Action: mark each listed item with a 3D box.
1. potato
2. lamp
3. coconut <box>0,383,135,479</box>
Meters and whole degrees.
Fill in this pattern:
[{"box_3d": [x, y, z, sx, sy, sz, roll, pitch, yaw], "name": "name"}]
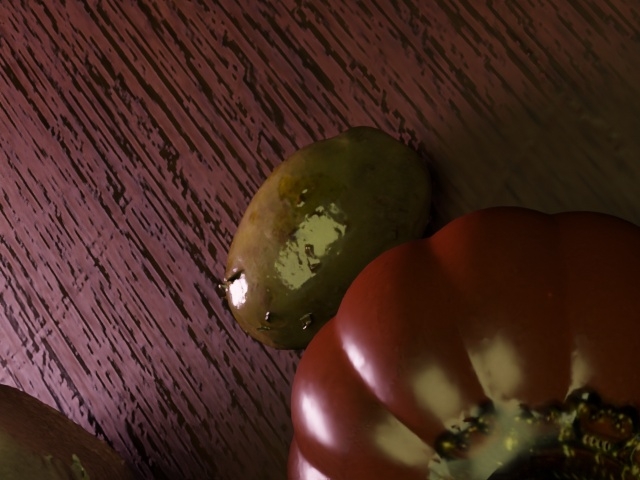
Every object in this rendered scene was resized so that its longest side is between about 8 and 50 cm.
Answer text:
[{"box_3d": [0.000, 0.000, 0.794, 0.091, 0.070, 0.138, 44, 109, 26], "name": "potato"}, {"box_3d": [0.095, 0.093, 0.651, 0.223, 0.196, 0.223, 0, 107, 0], "name": "lamp"}, {"box_3d": [-0.233, 0.190, 0.826, 0.247, 0.245, 0.244, 19, 96, 26], "name": "coconut"}]
